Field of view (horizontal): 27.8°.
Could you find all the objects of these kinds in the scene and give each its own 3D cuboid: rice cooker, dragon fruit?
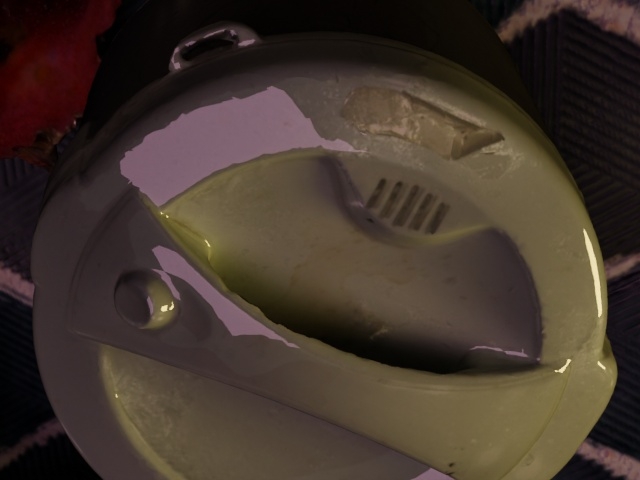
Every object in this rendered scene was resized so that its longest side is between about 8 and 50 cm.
[{"bbox_3d":[-0.001,0.003,0.676,0.288,0.277,0.288,-2,119,-3],"label":"rice cooker"},{"bbox_3d":[-0.215,-0.123,0.776,0.211,0.134,0.262,43,73,-24],"label":"dragon fruit"}]
